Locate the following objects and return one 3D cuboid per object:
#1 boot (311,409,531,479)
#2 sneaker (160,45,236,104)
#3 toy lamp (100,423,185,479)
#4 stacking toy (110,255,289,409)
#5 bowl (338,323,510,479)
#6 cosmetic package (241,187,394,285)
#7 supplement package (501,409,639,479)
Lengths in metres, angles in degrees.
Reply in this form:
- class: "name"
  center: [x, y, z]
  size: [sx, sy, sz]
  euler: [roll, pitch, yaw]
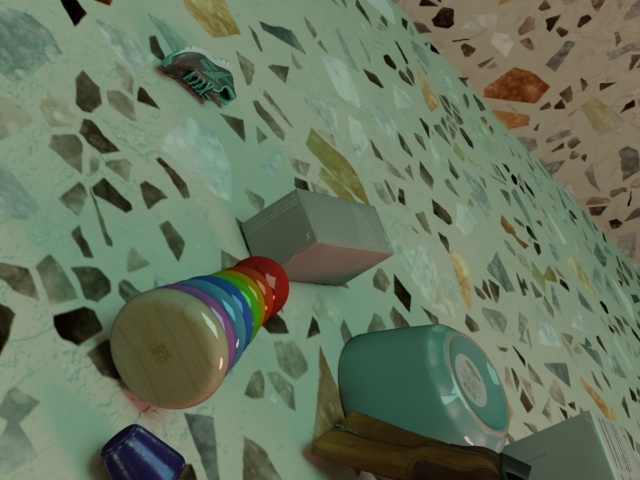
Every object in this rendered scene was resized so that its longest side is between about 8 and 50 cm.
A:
- class: "boot"
  center: [0.124, 0.301, 1.168]
  size: [0.280, 0.096, 0.264]
  euler: [16, 16, 17]
- class: "sneaker"
  center: [-0.190, -0.265, 1.451]
  size: [0.166, 0.065, 0.076]
  euler: [3, 63, -57]
- class: "toy lamp"
  center: [-0.127, 0.310, 0.934]
  size: [0.275, 0.080, 0.080]
  euler: [52, 27, -10]
- class: "stacking toy"
  center: [-0.127, 0.087, 1.127]
  size: [0.141, 0.141, 0.330]
  euler: [57, 21, -2]
- class: "bowl"
  center: [0.188, 0.259, 1.427]
  size: [0.311, 0.163, 0.312]
  euler: [40, 33, -33]
- class: "cosmetic package"
  center: [0.000, 0.000, 1.421]
  size: [0.238, 0.127, 0.107]
  euler: [15, 50, -56]
- class: "supplement package"
  center: [0.396, 0.435, 1.479]
  size: [0.145, 0.262, 0.204]
  euler: [26, 41, -45]
